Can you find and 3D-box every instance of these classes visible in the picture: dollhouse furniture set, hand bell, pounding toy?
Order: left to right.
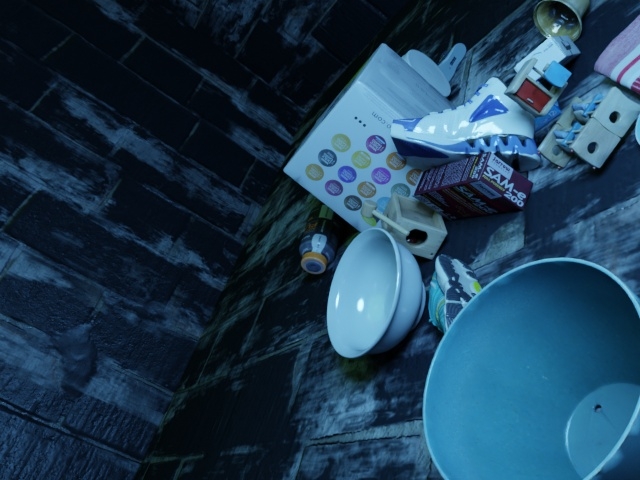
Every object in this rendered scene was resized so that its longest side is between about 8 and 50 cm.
[{"bbox_3d":[0.184,-0.029,1.201,0.181,0.206,0.094,-87,17,-57],"label":"pounding toy"},{"bbox_3d":[0.436,-0.231,0.916,0.128,0.184,0.129,-56,7,5],"label":"dollhouse furniture set"},{"bbox_3d":[0.643,-0.606,1.212,0.242,0.126,0.126,-47,17,-6],"label":"hand bell"}]

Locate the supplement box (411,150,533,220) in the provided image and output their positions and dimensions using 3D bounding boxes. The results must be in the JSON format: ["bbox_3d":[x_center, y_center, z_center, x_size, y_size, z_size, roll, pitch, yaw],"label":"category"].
[{"bbox_3d":[0.327,-0.113,1.116,0.073,0.130,0.239,-65,19,-13],"label":"supplement box"}]

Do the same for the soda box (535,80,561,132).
[{"bbox_3d":[0.443,-0.263,1.172,0.210,0.067,0.071,-42,23,40],"label":"soda box"}]

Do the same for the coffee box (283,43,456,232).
[{"bbox_3d":[0.162,-0.268,1.396,0.334,0.338,0.338,-44,14,37],"label":"coffee box"}]

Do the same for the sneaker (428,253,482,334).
[{"bbox_3d":[0.261,0.140,0.962,0.275,0.107,0.109,-80,9,-60],"label":"sneaker"}]

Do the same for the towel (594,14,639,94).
[{"bbox_3d":[0.607,-0.334,0.805,0.237,0.037,0.329,-54,19,26],"label":"towel"}]

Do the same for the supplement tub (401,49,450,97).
[{"bbox_3d":[0.260,-0.463,1.714,0.316,0.228,0.228,-41,24,41],"label":"supplement tub"}]

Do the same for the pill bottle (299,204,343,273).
[{"bbox_3d":[0.000,0.000,1.764,0.130,0.130,0.245,-40,25,42],"label":"pill bottle"}]

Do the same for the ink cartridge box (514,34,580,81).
[{"bbox_3d":[0.517,-0.409,1.144,0.135,0.056,0.099,-28,-8,-45],"label":"ink cartridge box"}]

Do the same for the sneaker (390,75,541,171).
[{"bbox_3d":[0.326,-0.259,1.110,0.127,0.316,0.182,45,-124,-68],"label":"sneaker"}]

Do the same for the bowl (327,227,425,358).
[{"bbox_3d":[0.141,0.128,1.133,0.298,0.134,0.297,-47,35,47],"label":"bowl"}]

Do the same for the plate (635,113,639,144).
[{"bbox_3d":[0.588,-0.208,0.779,0.188,0.024,0.188,-48,20,24],"label":"plate"}]

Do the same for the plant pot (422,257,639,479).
[{"bbox_3d":[0.292,0.193,0.588,0.290,0.195,0.290,-49,19,24],"label":"plant pot"}]

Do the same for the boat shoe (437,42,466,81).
[{"bbox_3d":[0.438,-0.608,1.776,0.183,0.065,0.083,-53,15,-6],"label":"boat shoe"}]
